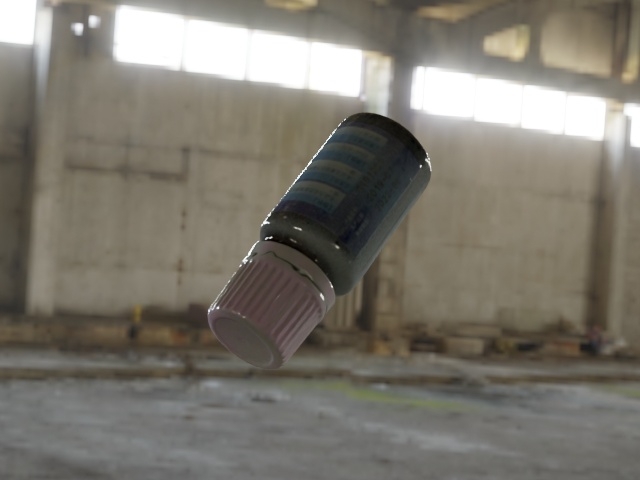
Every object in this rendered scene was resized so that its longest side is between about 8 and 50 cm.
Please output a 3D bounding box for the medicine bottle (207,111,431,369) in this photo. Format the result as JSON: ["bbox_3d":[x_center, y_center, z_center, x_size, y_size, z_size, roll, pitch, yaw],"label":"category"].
[{"bbox_3d":[0.000,0.000,1.009,0.083,0.203,0.083,25,-32,17],"label":"medicine bottle"}]
